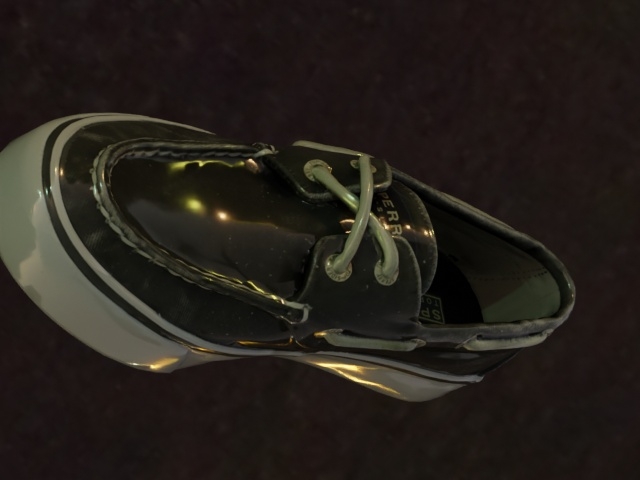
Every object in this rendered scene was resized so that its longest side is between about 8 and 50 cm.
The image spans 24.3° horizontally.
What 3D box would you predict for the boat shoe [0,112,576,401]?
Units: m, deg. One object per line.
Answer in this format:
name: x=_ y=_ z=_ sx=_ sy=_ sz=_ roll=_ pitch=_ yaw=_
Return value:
boat shoe: x=0.000 y=0.000 z=0.462 sx=0.070 sy=0.077 sz=0.219 roll=-25 pitch=154 yaw=35
